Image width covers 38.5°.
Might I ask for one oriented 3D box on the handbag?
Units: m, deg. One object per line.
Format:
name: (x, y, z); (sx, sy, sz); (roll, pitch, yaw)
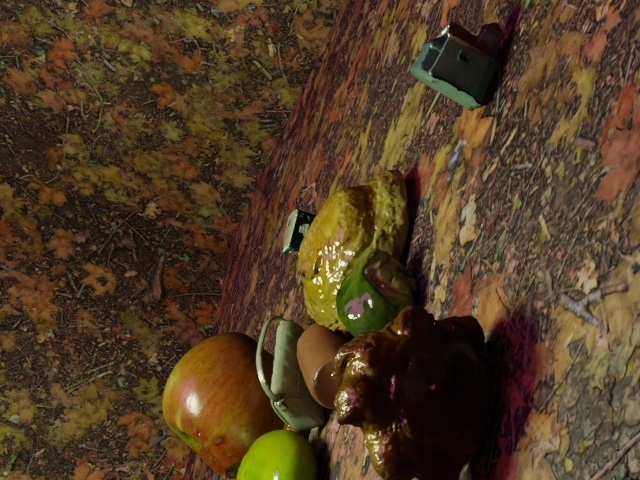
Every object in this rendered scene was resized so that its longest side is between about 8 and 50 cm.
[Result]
handbag: (-0.073, 0.287, 2.060); (0.079, 0.219, 0.256); (-27, 34, 24)

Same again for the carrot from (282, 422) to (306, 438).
carrot: (-0.080, 0.520, 2.150); (0.059, 0.059, 0.248); (-129, 53, -75)

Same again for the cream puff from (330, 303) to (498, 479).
cream puff: (0.139, 0.207, 1.267); (0.269, 0.241, 0.155); (-46, 4, -31)

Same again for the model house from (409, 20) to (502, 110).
model house: (0.258, -0.332, 1.647); (0.148, 0.148, 0.119); (-59, 8, 2)

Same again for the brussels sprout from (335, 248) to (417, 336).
brussels sprout: (0.101, 0.110, 1.721); (0.145, 0.131, 0.183); (-60, 21, 27)

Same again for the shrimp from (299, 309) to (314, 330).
shrimp: (-0.069, 0.284, 2.433); (0.173, 0.058, 0.253); (-82, 16, -67)

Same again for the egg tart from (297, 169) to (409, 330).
egg tart: (0.057, 0.023, 1.938); (0.351, 0.153, 0.339); (-42, 30, 46)

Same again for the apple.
apple: (-0.213, 0.399, 2.263); (0.339, 0.339, 0.339); (-163, 90, -78)

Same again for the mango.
mango: (-0.086, 0.501, 1.984); (0.273, 0.149, 0.185); (-41, 26, 58)

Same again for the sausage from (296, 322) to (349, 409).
sausage: (0.016, 0.255, 1.932); (0.304, 0.121, 0.121); (-126, 54, -77)

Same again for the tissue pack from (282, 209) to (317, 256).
tissue pack: (-0.001, 0.000, 2.226); (0.090, 0.170, 0.103); (149, 135, -71)
